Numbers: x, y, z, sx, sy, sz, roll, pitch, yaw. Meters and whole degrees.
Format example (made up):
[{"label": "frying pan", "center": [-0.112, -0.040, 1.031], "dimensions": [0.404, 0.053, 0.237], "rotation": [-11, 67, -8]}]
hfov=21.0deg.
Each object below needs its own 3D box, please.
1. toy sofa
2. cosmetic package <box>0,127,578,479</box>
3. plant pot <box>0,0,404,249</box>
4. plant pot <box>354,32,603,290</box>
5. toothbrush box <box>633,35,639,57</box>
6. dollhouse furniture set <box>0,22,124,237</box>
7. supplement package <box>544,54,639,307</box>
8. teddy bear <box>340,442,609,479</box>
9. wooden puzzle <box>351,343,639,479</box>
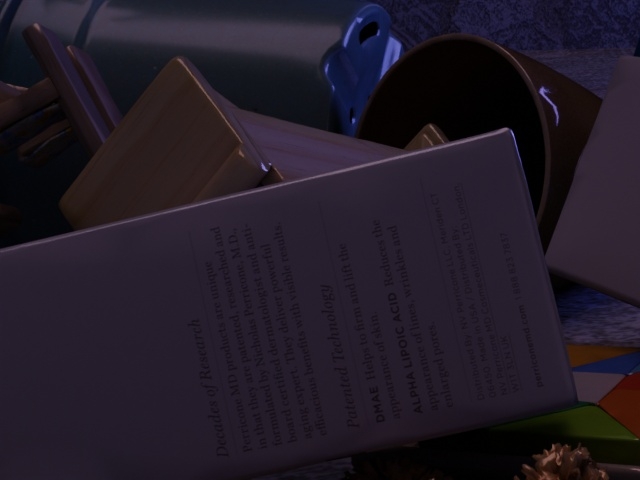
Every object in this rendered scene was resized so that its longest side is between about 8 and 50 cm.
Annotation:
[{"label": "toy sofa", "center": [0.000, 0.000, 1.285], "dimensions": [0.150, 0.177, 0.362], "rotation": [-48, -28, 22]}, {"label": "cosmetic package", "center": [-0.060, 0.063, 0.984], "dimensions": [0.384, 0.156, 0.217], "rotation": [-15, -6, 5]}, {"label": "plant pot", "center": [-0.105, -0.109, 1.678], "dimensions": [0.334, 0.341, 0.341], "rotation": [3, 14, 21]}, {"label": "plant pot", "center": [0.195, -0.048, 1.549], "dimensions": [0.254, 0.237, 0.237], "rotation": [6, -1, -43]}, {"label": "toothbrush box", "center": [0.433, -0.096, 1.479], "dimensions": [0.216, 0.126, 0.295], "rotation": [-11, 45, -25]}, {"label": "dollhouse furniture set", "center": [-0.309, 0.031, 1.309], "dimensions": [0.362, 0.256, 0.394], "rotation": [-28, -3, 2]}, {"label": "supplement package", "center": [0.310, -0.013, 1.186], "dimensions": [0.175, 0.178, 0.293], "rotation": [19, 3, -18]}, {"label": "teddy bear", "center": [0.040, 0.160, 0.766], "dimensions": [0.245, 0.113, 0.338], "rotation": [-10, 11, -5]}, {"label": "wooden puzzle", "center": [0.168, 0.109, 1.130], "dimensions": [0.221, 0.044, 0.238], "rotation": [0, 13, 33]}]
